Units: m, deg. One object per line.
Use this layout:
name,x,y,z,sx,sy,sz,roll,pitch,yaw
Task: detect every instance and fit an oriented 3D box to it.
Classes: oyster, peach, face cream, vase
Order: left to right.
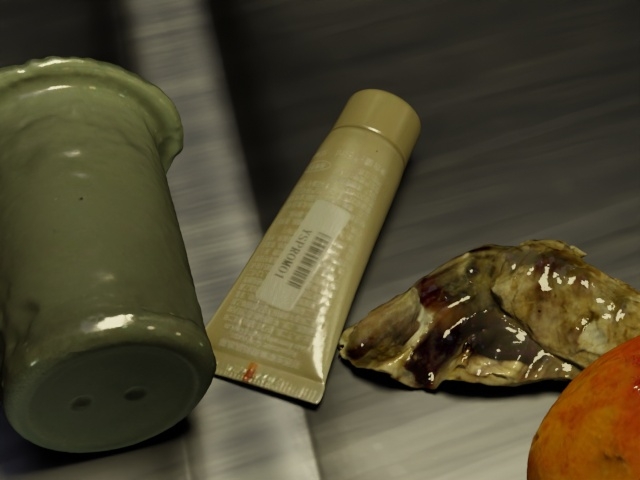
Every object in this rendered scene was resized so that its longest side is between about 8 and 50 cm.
vase,-0.214,0.019,1.309,0.245,0.245,0.291,-11,51,-10
face cream,0.000,0.000,1.433,0.137,0.084,0.341,15,56,18
oyster,0.161,0.074,1.348,0.294,0.094,0.166,-12,55,-3
peach,0.289,0.172,1.120,0.281,0.281,0.238,7,45,7
